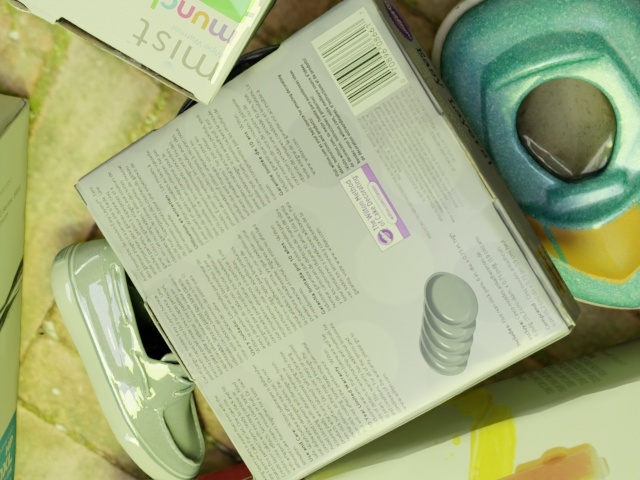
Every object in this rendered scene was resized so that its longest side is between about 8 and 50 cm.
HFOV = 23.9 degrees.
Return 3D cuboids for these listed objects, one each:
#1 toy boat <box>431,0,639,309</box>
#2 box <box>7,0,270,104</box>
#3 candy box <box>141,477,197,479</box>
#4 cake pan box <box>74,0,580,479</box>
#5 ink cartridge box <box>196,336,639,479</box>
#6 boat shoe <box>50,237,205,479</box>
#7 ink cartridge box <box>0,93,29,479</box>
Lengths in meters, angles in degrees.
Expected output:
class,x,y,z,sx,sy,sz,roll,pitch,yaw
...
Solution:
class,x,y,z,sx,sy,sz,roll,pitch,yaw
toy boat,0.125,-0.038,1.065,0.318,0.148,0.267,-21,111,21
box,-0.132,-0.236,0.969,0.262,0.231,0.126,31,119,-4
candy box,-0.080,0.286,1.267,0.196,0.070,0.164,-4,94,30
cake pan box,0.000,0.000,1.000,0.246,0.070,0.267,-33,88,17
ink cartridge box,0.127,0.259,1.111,0.385,0.160,0.279,-18,92,0
boat shoe,-0.138,0.099,1.232,0.081,0.079,0.227,-16,110,24
ink cartridge box,-0.397,0.060,1.217,0.285,0.166,0.395,12,120,5
